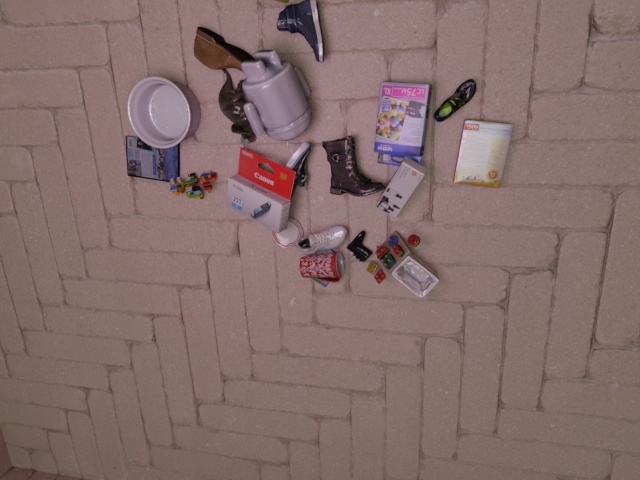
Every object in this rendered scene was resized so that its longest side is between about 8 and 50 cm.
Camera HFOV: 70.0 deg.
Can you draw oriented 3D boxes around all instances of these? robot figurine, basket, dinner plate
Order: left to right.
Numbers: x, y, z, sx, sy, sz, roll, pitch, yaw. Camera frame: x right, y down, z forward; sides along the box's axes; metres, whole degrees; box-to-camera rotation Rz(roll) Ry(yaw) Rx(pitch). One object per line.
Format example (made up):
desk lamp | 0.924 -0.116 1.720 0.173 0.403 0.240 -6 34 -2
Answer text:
robot figurine | -0.157 -0.523 1.706 0.199 0.300 0.353 26 151 46
dinner plate | -0.144 -0.035 1.994 0.141 0.017 0.141 4 108 12
basket | 0.390 0.134 1.883 0.167 0.103 0.113 39 112 -3

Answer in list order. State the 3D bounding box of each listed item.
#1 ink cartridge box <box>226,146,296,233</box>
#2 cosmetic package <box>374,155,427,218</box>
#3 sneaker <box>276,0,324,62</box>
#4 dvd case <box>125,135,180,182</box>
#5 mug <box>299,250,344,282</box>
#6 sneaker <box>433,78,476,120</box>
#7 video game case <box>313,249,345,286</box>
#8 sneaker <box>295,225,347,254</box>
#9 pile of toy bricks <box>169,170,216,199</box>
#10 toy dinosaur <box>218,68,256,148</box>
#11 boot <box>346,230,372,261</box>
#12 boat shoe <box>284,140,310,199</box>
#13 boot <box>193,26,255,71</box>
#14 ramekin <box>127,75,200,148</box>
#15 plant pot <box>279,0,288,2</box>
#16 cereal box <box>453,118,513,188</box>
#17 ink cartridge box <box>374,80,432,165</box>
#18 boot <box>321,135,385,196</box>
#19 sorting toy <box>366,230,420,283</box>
ink cartridge box | -0.251 -0.206 1.862 0.296 0.066 0.261 27 125 24
cosmetic package | 0.309 -0.201 1.773 0.098 0.060 0.239 28 132 1
sneaker | -0.072 -0.761 1.690 0.163 0.086 0.226 -11 96 5
dvd case | -0.740 -0.357 2.018 0.252 0.022 0.180 9 111 9
mug | 0.007 0.126 1.948 0.169 0.113 0.150 -5 105 17
sneaker | 0.492 -0.503 1.661 0.067 0.078 0.188 45 111 -5
video game case | 0.015 0.110 2.007 0.119 0.015 0.166 33 112 0
sneaker | 0.000 0.000 1.911 0.232 0.115 0.090 -24 77 18
pile of toy bricks | -0.545 -0.220 1.987 0.212 0.118 0.105 -11 138 7
toy dinosaur | -0.335 -0.537 1.816 0.160 0.121 0.314 -31 103 7
boot | 0.177 0.028 1.927 0.099 0.045 0.121 40 119 0
boat shoe | -0.103 -0.260 1.862 0.102 0.108 0.301 33 114 0
boot | -0.365 -0.704 1.780 0.305 0.112 0.115 35 120 10
ramekin | -0.633 -0.525 1.877 0.277 0.135 0.277 4 108 12
plant pot | -0.215 -0.988 1.586 0.207 0.228 0.227 23 112 11
cereal box | 0.605 -0.325 1.711 0.172 0.047 0.240 9 109 9
ink cartridge box | 0.304 -0.431 1.720 0.185 0.065 0.311 12 113 22
boot | 0.125 -0.294 1.792 0.262 0.091 0.229 5 108 28
sorting toy | 0.278 0.049 1.866 0.046 0.132 0.274 22 119 -38
